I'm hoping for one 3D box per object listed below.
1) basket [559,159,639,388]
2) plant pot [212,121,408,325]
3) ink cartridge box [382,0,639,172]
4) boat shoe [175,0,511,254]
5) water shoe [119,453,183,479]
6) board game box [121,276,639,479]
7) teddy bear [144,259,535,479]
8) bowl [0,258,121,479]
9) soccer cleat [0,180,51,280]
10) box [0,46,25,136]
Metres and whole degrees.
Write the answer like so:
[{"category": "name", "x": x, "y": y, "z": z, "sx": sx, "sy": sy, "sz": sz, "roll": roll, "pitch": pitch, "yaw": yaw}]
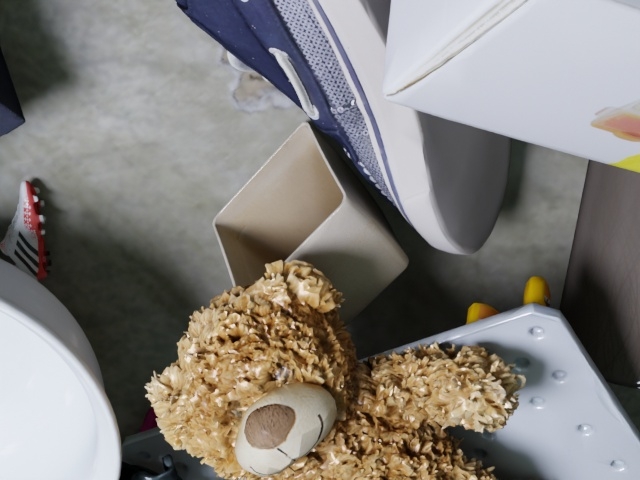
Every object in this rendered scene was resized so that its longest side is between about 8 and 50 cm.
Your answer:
[{"category": "basket", "x": 0.271, "y": -0.027, "z": 0.767, "sx": 0.204, "sy": 0.154, "sz": 0.227, "roll": -7, "pitch": 114, "yaw": -1}, {"category": "plant pot", "x": 0.000, "y": 0.000, "z": 0.774, "sx": 0.096, "sy": 0.109, "sz": 0.109, "roll": 33, "pitch": 110, "yaw": -34}, {"category": "ink cartridge box", "x": 0.242, "y": -0.178, "z": 0.576, "sx": 0.384, "sy": 0.160, "sz": 0.279, "roll": 12, "pitch": 72, "yaw": -21}, {"category": "boat shoe", "x": 0.015, "y": -0.127, "z": 0.708, "sx": 0.158, "sy": 0.127, "sz": 0.341, "roll": 13, "pitch": 146, "yaw": 35}, {"category": "water shoe", "x": -0.163, "y": 0.216, "z": 0.860, "sx": 0.203, "sy": 0.073, "sz": 0.080, "roll": -21, "pitch": 91, "yaw": 44}, {"category": "board game box", "x": 0.098, "y": 0.230, "z": 0.862, "sx": 0.390, "sy": 0.050, "sz": 0.390, "roll": -22, "pitch": 120, "yaw": 29}, {"category": "teddy bear", "x": 0.039, "y": 0.169, "z": 0.724, "sx": 0.245, "sy": 0.113, "sz": 0.338, "roll": -15, "pitch": 123, "yaw": 22}, {"category": "bowl", "x": -0.284, "y": 0.104, "z": 0.763, "sx": 0.297, "sy": 0.134, "sz": 0.298, "roll": 0, "pitch": 124, "yaw": 0}, {"category": "soccer cleat", "x": -0.222, "y": -0.005, "z": 0.783, "sx": 0.035, "sy": 0.029, "sz": 0.083, "roll": -4, "pitch": 123, "yaw": -9}, {"category": "box", "x": -0.299, "y": -0.100, "z": 0.649, "sx": 0.156, "sy": 0.093, "sz": 0.158, "roll": -29, "pitch": 153, "yaw": 8}]
